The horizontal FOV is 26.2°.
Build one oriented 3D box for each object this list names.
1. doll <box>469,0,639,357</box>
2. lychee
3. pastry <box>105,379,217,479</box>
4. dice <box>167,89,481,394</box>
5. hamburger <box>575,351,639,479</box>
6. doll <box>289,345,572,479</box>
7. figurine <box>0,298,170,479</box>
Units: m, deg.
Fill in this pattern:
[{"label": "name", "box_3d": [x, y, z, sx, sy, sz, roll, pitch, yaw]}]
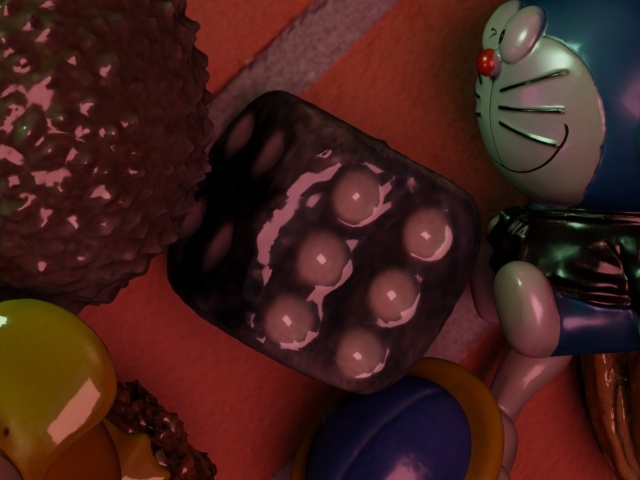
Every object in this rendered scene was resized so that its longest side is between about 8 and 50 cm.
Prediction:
[{"label": "doll", "box_3d": [0.227, -0.076, 1.073, 0.240, 0.284, 0.310, -1, 98, -18]}, {"label": "lychee", "box_3d": [-0.206, -0.086, 0.922, 0.300, 0.300, 0.300, -5, 103, -20]}, {"label": "pastry", "box_3d": [-0.196, 0.231, 1.036, 0.274, 0.193, 0.275, -5, 103, -22]}, {"label": "dice", "box_3d": [0.000, 0.000, 1.066, 0.181, 0.183, 0.182, 26, 94, -25]}, {"label": "hamburger", "box_3d": [0.383, 0.102, 1.245, 0.304, 0.174, 0.284, -23, 97, -22]}, {"label": "doll", "box_3d": [0.114, 0.177, 1.136, 0.311, 0.159, 0.242, -47, 134, -10]}, {"label": "figurine", "box_3d": [-0.203, 0.144, 0.828, 0.215, 0.228, 0.215, 2, 69, -5]}]
